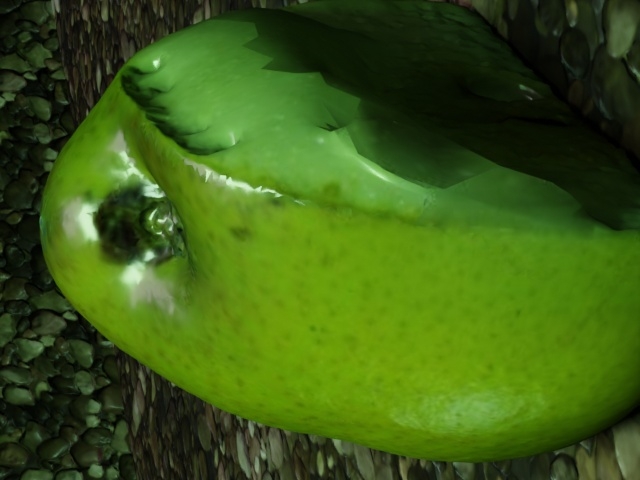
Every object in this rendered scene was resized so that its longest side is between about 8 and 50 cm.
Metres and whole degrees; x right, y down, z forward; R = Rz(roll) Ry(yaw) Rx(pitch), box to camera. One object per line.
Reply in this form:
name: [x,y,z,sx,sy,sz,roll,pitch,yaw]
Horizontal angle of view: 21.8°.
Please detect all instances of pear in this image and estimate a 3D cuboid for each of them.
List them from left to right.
pear: [0.000,0.000,0.945,0.342,0.318,0.239,-122,38,-57]
